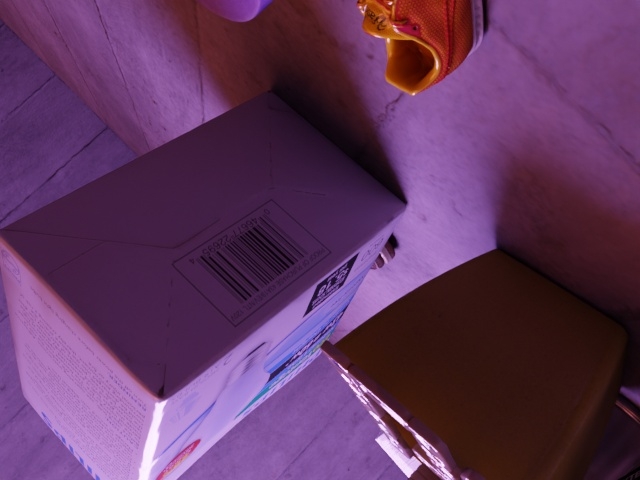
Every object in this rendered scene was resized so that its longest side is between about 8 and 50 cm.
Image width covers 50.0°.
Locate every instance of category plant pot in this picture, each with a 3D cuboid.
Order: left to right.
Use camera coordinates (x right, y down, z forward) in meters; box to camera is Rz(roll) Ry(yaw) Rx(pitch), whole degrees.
[{"bbox_3d":[0.166,0.139,0.642,0.212,0.187,0.212,38,167,35],"label":"plant pot"}]

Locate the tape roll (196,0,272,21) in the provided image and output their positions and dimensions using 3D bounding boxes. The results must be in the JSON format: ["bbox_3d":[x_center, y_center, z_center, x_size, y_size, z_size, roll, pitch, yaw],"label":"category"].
[{"bbox_3d":[-0.077,-0.242,0.438,0.189,0.080,0.189,43,168,12],"label":"tape roll"}]

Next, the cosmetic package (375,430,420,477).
[{"bbox_3d":[0.175,0.298,1.148,0.099,0.060,0.239,50,-154,4],"label":"cosmetic package"}]

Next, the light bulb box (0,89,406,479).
[{"bbox_3d":[-0.141,0.078,0.803,0.225,0.358,0.361,43,143,15],"label":"light bulb box"}]

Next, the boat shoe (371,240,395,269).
[{"bbox_3d":[0.004,0.006,0.966,0.095,0.095,0.257,51,167,-27],"label":"boat shoe"}]

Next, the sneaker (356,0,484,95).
[{"bbox_3d":[0.049,-0.146,0.365,0.064,0.067,0.175,38,165,37],"label":"sneaker"}]

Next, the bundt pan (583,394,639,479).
[{"bbox_3d":[0.273,0.252,0.829,0.331,0.124,0.331,43,168,12],"label":"bundt pan"}]

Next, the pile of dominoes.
[{"bbox_3d":[0.091,0.197,0.539,0.196,0.040,0.251,37,166,36],"label":"pile of dominoes"}]

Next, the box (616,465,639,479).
[{"bbox_3d":[0.345,0.255,0.525,0.220,0.051,0.175,42,128,10],"label":"box"}]
